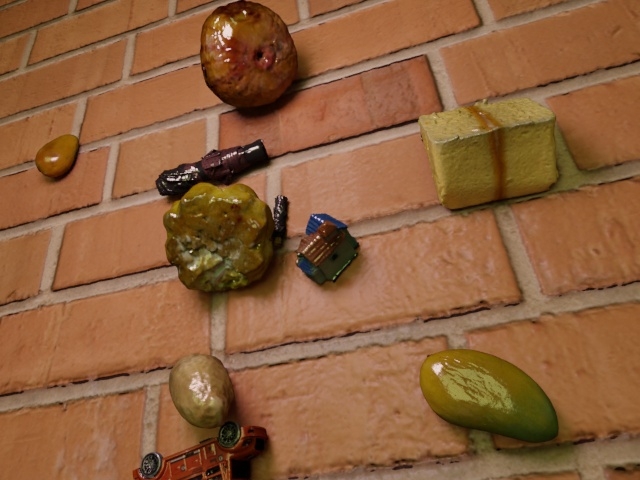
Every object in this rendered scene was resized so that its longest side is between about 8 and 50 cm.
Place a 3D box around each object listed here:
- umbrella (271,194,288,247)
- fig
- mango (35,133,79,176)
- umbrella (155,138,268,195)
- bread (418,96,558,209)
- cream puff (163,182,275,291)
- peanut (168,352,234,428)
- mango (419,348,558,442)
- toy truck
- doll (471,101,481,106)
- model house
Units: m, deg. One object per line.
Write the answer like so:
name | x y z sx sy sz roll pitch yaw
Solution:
umbrella | -0.105 -0.050 1.175 0.040 0.037 0.143 -4 59 11
fig | -0.247 -0.525 1.387 0.286 0.286 0.369 -54 32 -14
mango | -0.841 -0.273 1.511 0.112 0.089 0.163 -4 51 3
umbrella | -0.297 -0.200 1.290 0.327 0.090 0.094 -20 55 7
bread | 0.371 -0.210 1.072 0.264 0.198 0.236 -11 34 7
cream puff | -0.233 -0.010 1.118 0.282 0.185 0.281 0 103 0
peanut | -0.234 0.294 0.937 0.122 0.253 0.137 -25 89 -20
mango | 0.296 0.270 0.843 0.238 0.091 0.137 8 71 15
toy truck | -0.221 0.440 0.909 0.253 0.107 0.114 -23 59 7
doll | 0.358 -0.299 1.163 0.125 0.027 0.037 -42 64 -7
model house | 0.000 0.000 1.049 0.148 0.148 0.119 -45 58 -11
